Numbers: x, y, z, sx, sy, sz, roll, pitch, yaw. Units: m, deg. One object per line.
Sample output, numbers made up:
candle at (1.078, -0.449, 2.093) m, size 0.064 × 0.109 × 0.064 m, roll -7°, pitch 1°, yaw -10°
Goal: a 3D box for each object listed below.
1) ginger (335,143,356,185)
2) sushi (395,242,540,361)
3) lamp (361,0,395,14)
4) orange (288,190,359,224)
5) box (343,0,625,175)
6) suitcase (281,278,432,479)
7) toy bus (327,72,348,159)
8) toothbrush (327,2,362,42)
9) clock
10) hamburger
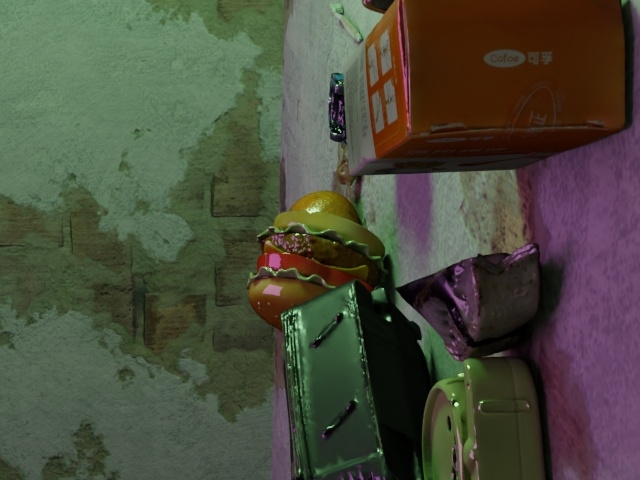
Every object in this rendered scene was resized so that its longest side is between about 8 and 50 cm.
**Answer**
ginger at (0.065, -0.233, 2.212) m, size 0.089 × 0.075 × 0.288 m, roll -94°, pitch 5°, yaw -50°
sushi at (0.204, 0.081, 1.233) m, size 0.273 × 0.134 × 0.109 m, roll 147°, pitch 117°, yaw -68°
lamp at (0.108, -0.450, 1.777) m, size 0.253 × 0.118 × 0.118 m, roll -113°, pitch 24°, yaw -64°
orange at (0.000, 0.000, 2.285) m, size 0.224 × 0.170 × 0.224 m, roll -179°, pitch 90°, yaw -80°
box at (0.159, -0.160, 1.124) m, size 0.341 × 0.224 × 0.144 m, roll 156°, pitch 110°, yaw -81°
suitcase at (0.074, 0.285, 1.569) m, size 0.283 × 0.194 × 0.434 m, roll 46°, pitch -153°, yaw -42°
toy bus at (0.093, -0.214, 1.809) m, size 0.234 × 0.133 × 0.116 m, roll -120°, pitch 29°, yaw -62°
toothbrush at (0.060, -0.493, 2.343) m, size 0.307 × 0.029 × 0.025 m, roll -114°, pitch 13°, yaw -62°
clock at (0.196, 0.280, 1.329) m, size 0.308 × 0.096 × 0.235 m, roll 118°, pitch 149°, yaw -74°
hamburger at (-0.013, 0.086, 2.003) m, size 0.274 × 0.274 × 0.212 m, roll 114°, pitch 175°, yaw -69°
